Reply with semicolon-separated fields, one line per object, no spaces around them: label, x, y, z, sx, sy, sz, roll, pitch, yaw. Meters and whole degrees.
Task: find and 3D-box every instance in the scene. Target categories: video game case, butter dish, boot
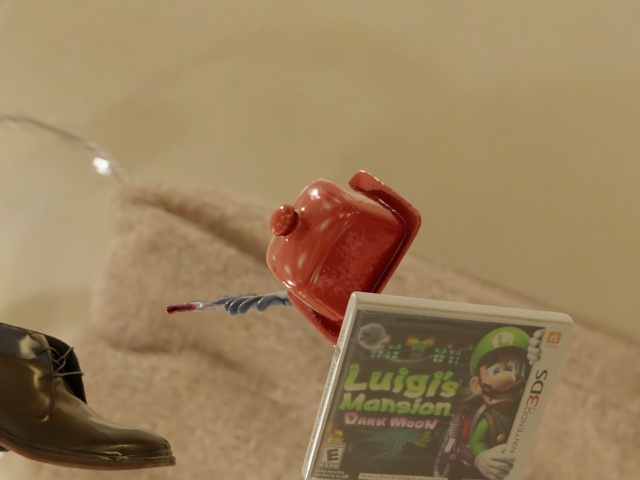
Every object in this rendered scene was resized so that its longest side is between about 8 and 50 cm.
video game case;0.095;0.128;1.414;0.022;0.190;0.173;-116;37;-59
butter dish;0.000;0.000;1.741;0.118;0.160;0.160;28;-82;-32
boot;-0.210;0.121;1.370;0.082;0.219;0.106;18;-101;-70

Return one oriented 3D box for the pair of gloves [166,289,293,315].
pair of gloves;-0.099;0.081;2.222;0.159;0.198;0.023;-7;-90;-59
